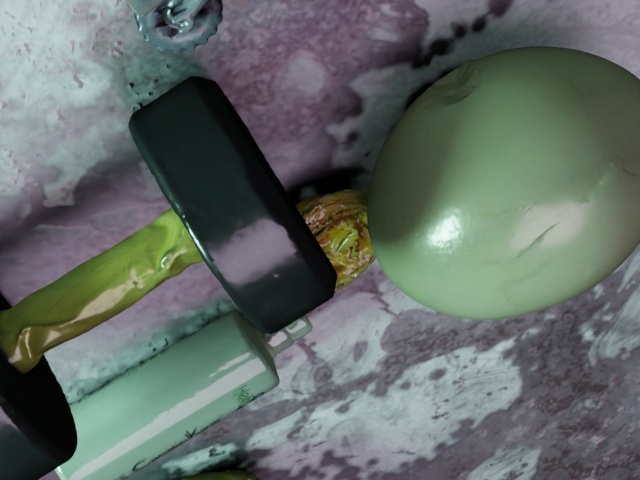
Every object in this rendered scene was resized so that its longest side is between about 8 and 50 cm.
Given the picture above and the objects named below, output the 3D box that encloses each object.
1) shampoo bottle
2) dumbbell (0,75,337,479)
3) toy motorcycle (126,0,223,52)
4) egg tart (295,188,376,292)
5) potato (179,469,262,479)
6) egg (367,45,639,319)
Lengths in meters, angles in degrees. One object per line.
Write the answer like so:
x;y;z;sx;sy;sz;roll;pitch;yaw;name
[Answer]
-0.125;0.137;1.327;0.262;0.085;0.085;-31;136;-2;shampoo bottle
-0.169;0.038;1.129;0.322;0.204;0.204;-32;136;1;dumbbell
-0.114;-0.228;1.013;0.118;0.084;0.212;-28;132;9;toy motorcycle
0.000;0.000;1.301;0.129;0.049;0.129;-20;139;-19;egg tart
-0.151;0.314;1.449;0.251;0.113;0.149;-25;135;-8;potato
0.166;-0.049;1.226;0.269;0.219;0.219;-40;136;1;egg
